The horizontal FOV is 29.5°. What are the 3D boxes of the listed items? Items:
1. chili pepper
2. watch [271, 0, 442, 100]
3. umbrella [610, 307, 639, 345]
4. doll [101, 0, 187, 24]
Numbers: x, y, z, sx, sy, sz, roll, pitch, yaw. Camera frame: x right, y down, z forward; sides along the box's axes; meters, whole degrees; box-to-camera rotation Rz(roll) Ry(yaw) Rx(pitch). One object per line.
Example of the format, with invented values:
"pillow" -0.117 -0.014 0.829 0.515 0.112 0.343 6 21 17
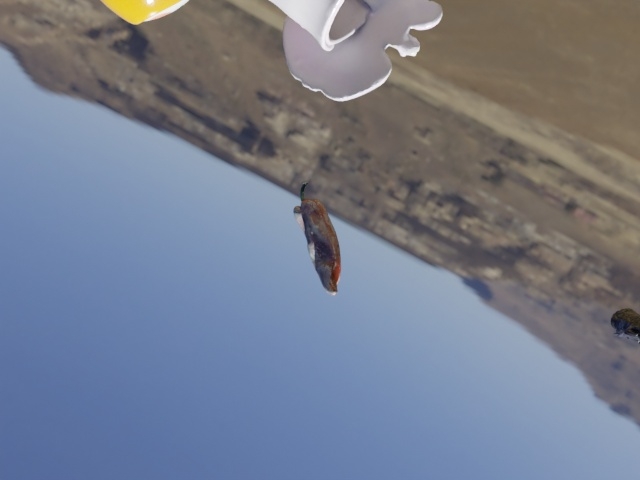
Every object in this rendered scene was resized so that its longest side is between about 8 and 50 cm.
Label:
"chili pepper" 0.001 0.000 1.562 0.050 0.041 0.153 100 150 -72
"watch" 0.037 -0.297 1.407 0.196 0.244 0.231 40 -179 7
"umbrella" 0.357 0.101 1.298 0.037 0.040 0.144 24 179 -18
"doll" -0.252 -0.455 1.879 0.213 0.213 0.236 26 152 -37
